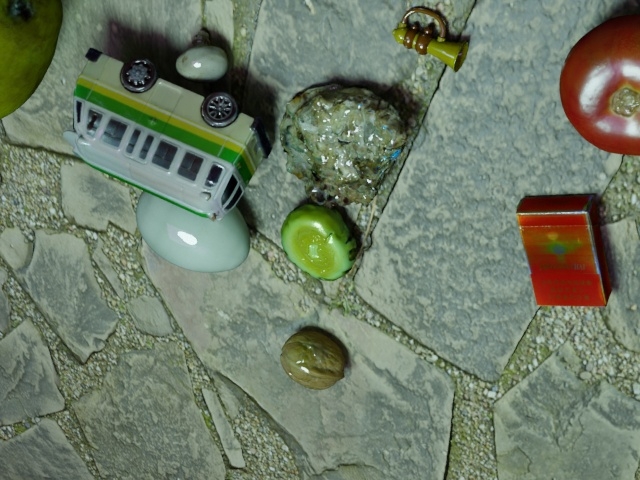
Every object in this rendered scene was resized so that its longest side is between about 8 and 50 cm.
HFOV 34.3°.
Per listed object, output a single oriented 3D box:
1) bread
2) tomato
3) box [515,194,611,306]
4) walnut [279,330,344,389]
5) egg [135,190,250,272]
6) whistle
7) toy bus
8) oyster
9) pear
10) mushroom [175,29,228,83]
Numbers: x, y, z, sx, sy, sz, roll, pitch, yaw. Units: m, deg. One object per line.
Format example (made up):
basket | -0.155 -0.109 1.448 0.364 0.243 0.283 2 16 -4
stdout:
bread | 0.000 0.000 1.722 0.139 0.071 0.130 40 130 -5
tomato | 0.405 -0.198 1.319 0.195 0.136 0.195 16 129 20
box | 0.366 0.017 1.559 0.112 0.048 0.175 0 124 29
walnut | -0.012 0.218 1.876 0.124 0.105 0.105 23 131 4
egg | -0.214 -0.025 1.762 0.209 0.151 0.151 34 132 0
whistle | 0.152 -0.283 1.453 0.109 0.046 0.057 29 147 14
toy bus | -0.250 -0.162 1.630 0.305 0.179 0.143 24 170 10
oyster | 0.036 -0.141 1.590 0.259 0.092 0.198 -8 116 35
pear | -0.600 -0.338 1.609 0.413 0.352 0.352 -21 113 21
mushroom | -0.185 -0.286 1.613 0.085 0.085 0.079 -15 80 35
